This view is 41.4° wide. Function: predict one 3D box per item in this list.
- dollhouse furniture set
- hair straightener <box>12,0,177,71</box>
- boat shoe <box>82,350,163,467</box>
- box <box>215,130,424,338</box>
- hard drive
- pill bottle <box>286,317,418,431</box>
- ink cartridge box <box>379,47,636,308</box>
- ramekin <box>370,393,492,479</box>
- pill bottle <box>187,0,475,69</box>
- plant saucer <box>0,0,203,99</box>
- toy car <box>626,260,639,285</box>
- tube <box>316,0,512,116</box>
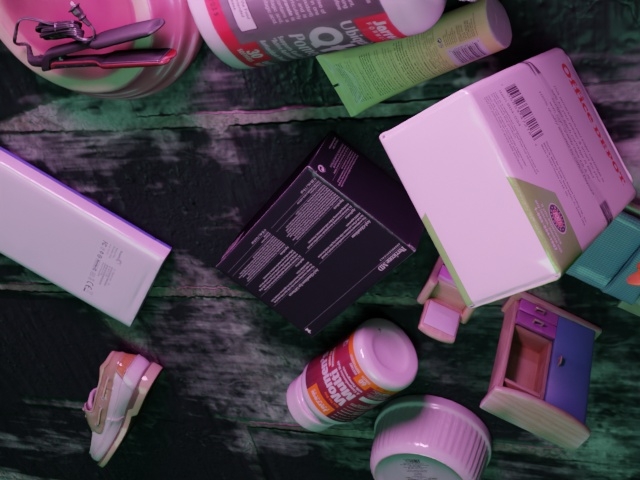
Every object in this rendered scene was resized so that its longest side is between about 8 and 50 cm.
[{"bbox_3d":[0.300,0.066,1.070,0.286,0.198,0.303,25,133,1],"label":"dollhouse furniture set"},{"bbox_3d":[-0.290,-0.257,1.044,0.230,0.047,0.089,4,129,25],"label":"hair straightener"},{"bbox_3d":[-0.403,0.322,1.650,0.103,0.113,0.302,30,123,-2],"label":"boat shoe"},{"bbox_3d":[0.000,0.000,1.206,0.184,0.103,0.261,39,132,-8],"label":"box"},{"bbox_3d":[-0.426,0.001,1.427,0.319,0.040,0.210,31,133,-4],"label":"hard drive"},{"bbox_3d":[0.045,0.223,1.362,0.121,0.121,0.221,39,132,-11],"label":"pill bottle"},{"bbox_3d":[0.212,-0.077,0.903,0.115,0.273,0.198,-26,92,39],"label":"ink cartridge box"},{"bbox_3d":[0.181,0.371,1.439,0.207,0.109,0.207,12,132,14],"label":"ramekin"},{"bbox_3d":[0.030,-0.294,0.894,0.318,0.176,0.176,-6,126,27],"label":"pill bottle"},{"bbox_3d":[-0.311,-0.317,1.081,0.332,0.084,0.332,12,132,13],"label":"plant saucer"},{"bbox_3d":[0.432,-0.018,0.886,0.238,0.210,0.219,-41,99,6],"label":"toy car"},{"bbox_3d":[0.108,-0.221,1.010,0.240,0.062,0.070,-15,77,38],"label":"tube"}]
